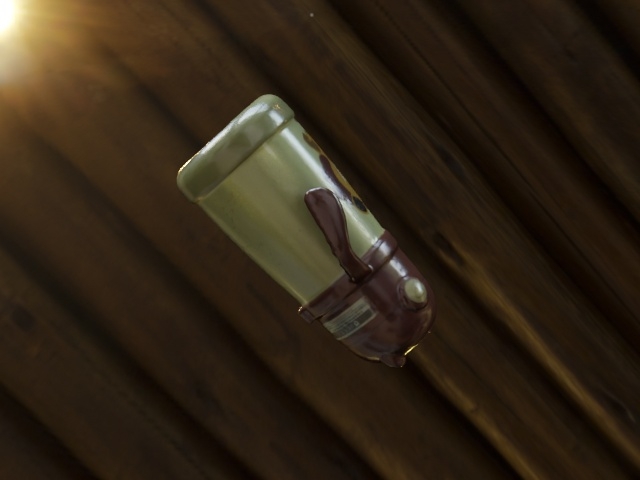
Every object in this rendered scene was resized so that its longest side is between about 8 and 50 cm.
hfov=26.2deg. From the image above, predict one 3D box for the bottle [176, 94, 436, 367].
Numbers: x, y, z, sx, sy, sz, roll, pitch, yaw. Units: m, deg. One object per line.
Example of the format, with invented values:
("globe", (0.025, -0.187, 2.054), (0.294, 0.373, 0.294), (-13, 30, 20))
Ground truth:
("bottle", (0.000, -0.001, 0.473), (0.047, 0.063, 0.101), (-41, -85, 21))
